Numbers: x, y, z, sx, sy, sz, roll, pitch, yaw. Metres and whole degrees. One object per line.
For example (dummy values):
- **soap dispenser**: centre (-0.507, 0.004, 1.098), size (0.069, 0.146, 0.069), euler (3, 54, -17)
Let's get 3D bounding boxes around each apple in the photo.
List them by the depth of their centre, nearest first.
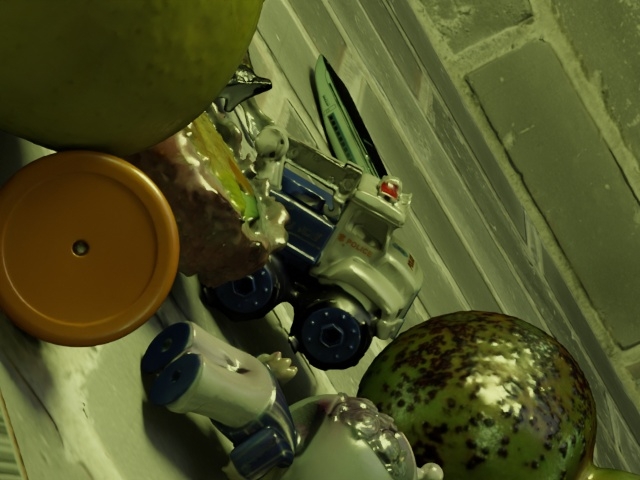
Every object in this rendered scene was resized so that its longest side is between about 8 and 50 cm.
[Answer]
- **apple**: centre (-0.176, -0.203, 1.060), size (0.292, 0.254, 0.292), euler (42, 7, -6)

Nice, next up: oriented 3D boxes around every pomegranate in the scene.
- **pomegranate**: centre (0.187, 0.218, 1.434), size (0.340, 0.285, 0.285), euler (21, 6, 17)

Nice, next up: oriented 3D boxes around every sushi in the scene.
- **sushi**: centre (-0.131, -0.067, 1.295), size (0.241, 0.107, 0.161), euler (60, 13, 20)

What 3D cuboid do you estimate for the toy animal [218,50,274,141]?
- **toy animal**: centre (-0.111, -0.211, 1.709), size (0.202, 0.070, 0.105), euler (63, 4, 17)

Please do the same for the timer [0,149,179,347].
- **timer**: centre (-0.171, 0.007, 1.082), size (0.132, 0.132, 0.152), euler (62, -9, -3)

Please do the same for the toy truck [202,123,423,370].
- **toy truck**: centre (0.000, 0.000, 1.425), size (0.213, 0.177, 0.161), euler (30, 17, -3)

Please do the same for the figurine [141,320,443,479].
- **figurine**: centre (-0.027, 0.157, 1.253), size (0.274, 0.133, 0.194), euler (46, 8, -12)

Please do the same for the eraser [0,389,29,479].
- **eraser**: centre (-0.228, 0.078, 0.797), size (0.290, 0.087, 0.171), euler (69, 14, 17)

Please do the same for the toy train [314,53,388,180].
- **toy train**: centre (0.029, -0.155, 2.066), size (0.055, 0.048, 0.252), euler (36, 25, -50)
